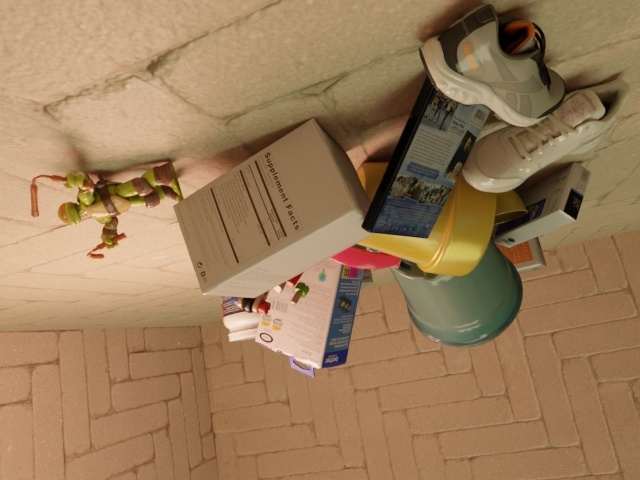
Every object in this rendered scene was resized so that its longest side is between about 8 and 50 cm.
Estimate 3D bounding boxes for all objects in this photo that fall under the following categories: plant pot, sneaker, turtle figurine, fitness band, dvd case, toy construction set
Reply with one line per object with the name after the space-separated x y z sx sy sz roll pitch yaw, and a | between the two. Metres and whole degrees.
0.491 -0.105 1.258 0.134 0.095 0.134 -10 168 -2 | plant pot
0.381 -0.190 0.781 0.305 0.114 0.152 -26 162 -7 | sneaker
0.343 0.072 1.238 0.340 0.341 0.334 -16 141 23 | plant pot
-0.351 -0.064 0.787 0.217 0.087 0.270 -18 153 -14 | turtle figurine
0.081 -0.007 1.091 0.208 0.054 0.291 12 -161 -17 | fitness band
0.254 -0.222 0.589 0.271 0.100 0.108 0 158 -38 | sneaker
0.189 -0.064 0.934 0.238 0.254 0.254 8 165 -6 | plant pot
0.173 -0.122 0.725 0.180 0.253 0.022 4 -155 -46 | dvd case
-0.129 0.044 1.233 0.308 0.258 0.237 -1 -141 36 | toy construction set

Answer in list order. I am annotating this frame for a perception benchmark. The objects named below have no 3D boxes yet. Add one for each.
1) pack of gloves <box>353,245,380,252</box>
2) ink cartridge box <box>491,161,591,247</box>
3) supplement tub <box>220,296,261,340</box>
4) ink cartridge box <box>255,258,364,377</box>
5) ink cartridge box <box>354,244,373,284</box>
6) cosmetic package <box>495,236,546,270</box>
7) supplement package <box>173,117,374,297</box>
0.116 0.027 1.351 0.194 0.046 0.232 14 160 17 | pack of gloves
0.605 -0.083 1.305 0.065 0.166 0.332 31 159 -7 | ink cartridge box
-0.246 0.196 1.558 0.191 0.273 0.191 -10 166 -2 | supplement tub
-0.039 0.215 1.388 0.269 0.396 0.151 12 179 37 | ink cartridge box
0.084 0.078 1.534 0.128 0.176 0.127 -6 166 -20 | ink cartridge box
0.514 0.037 1.590 0.453 0.230 0.161 -19 164 29 | cosmetic package
-0.071 -0.041 0.799 0.292 0.175 0.177 -28 162 15 | supplement package
